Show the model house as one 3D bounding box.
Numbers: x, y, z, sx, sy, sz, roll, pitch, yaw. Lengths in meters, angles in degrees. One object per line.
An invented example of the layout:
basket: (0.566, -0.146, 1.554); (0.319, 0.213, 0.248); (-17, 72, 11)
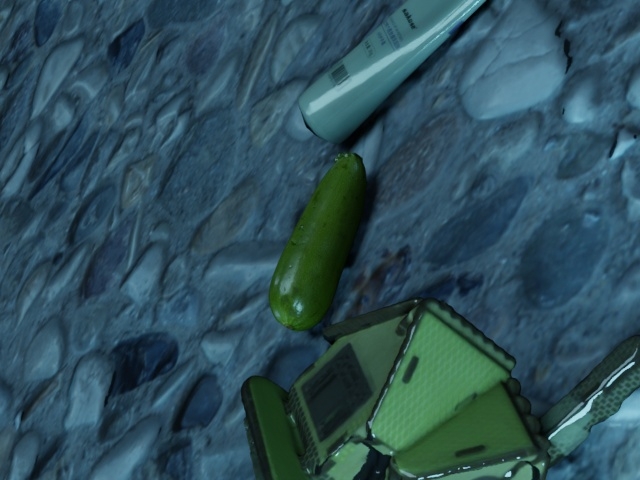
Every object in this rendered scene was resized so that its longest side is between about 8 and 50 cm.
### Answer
model house: (0.108, 0.126, 1.551); (0.278, 0.218, 0.205); (-44, 32, 16)

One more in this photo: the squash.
squash: (0.000, 0.000, 1.992); (0.066, 0.066, 0.201); (-10, 54, 55)

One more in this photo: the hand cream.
hand cream: (0.100, -0.226, 2.077); (0.320, 0.067, 0.109); (-44, 29, 16)
